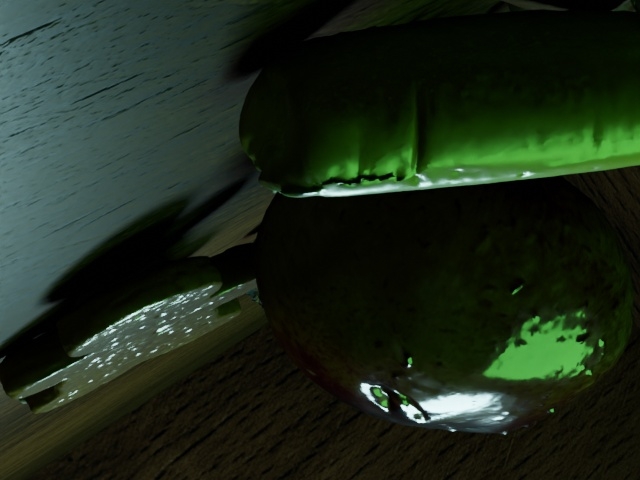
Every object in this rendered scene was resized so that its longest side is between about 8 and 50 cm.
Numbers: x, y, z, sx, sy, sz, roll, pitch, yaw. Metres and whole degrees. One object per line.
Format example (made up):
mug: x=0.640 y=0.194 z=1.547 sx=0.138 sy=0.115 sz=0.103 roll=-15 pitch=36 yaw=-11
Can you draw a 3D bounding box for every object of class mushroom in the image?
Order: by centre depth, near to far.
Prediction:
mushroom: x=0.133 y=0.022 z=1.615 sx=0.356 sy=0.331 sz=0.334 roll=-42 pitch=157 yaw=-44

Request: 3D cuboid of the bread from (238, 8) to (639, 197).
bread: x=0.136 y=-0.099 z=1.184 sx=0.384 sy=0.112 sz=0.166 roll=-6 pitch=-176 yaw=-8

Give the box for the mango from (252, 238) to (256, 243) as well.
mango: x=-0.008 y=-0.006 z=2.075 sx=0.163 sy=0.089 sz=0.111 roll=-26 pitch=163 yaw=-3

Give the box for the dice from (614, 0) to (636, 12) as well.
dice: x=0.308 y=-0.250 z=1.805 sx=0.091 sy=0.094 sz=0.093 roll=-41 pitch=173 yaw=22

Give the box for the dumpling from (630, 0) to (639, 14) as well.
dumpling: x=0.230 y=-0.234 z=1.102 sx=0.136 sy=0.118 sz=0.199 roll=-38 pitch=142 yaw=-31

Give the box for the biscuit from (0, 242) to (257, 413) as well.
biscuit: x=-0.179 y=0.068 z=1.683 sx=0.283 sy=0.064 sz=0.432 roll=-26 pitch=173 yaw=-8

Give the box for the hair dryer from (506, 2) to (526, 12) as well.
hair dryer: x=0.290 y=-0.256 z=1.584 sx=0.195 sy=0.053 sz=0.220 roll=-38 pitch=162 yaw=29

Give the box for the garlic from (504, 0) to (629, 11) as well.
garlic: x=0.169 y=-0.212 z=1.211 sx=0.143 sy=0.112 sz=0.318 roll=-35 pitch=166 yaw=35

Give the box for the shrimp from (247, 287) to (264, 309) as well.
shrimp: x=-0.005 y=-0.006 z=2.273 sx=0.178 sy=0.075 sz=0.289 roll=-36 pitch=164 yaw=-32
